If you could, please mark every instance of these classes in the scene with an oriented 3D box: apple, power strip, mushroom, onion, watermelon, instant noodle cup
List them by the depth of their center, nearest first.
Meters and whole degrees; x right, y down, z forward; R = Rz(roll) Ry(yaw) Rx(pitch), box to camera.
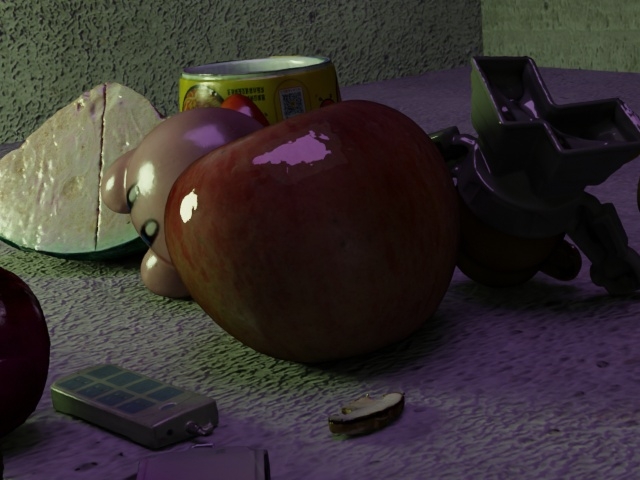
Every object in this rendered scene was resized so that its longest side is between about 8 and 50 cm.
[{"bbox_3d":[-0.090,0.221,0.943,0.109,0.037,0.279,-5,14,-2],"label":"power strip"},{"bbox_3d":[-0.339,0.115,1.169,0.135,0.173,0.198,28,16,33],"label":"onion"},{"bbox_3d":[0.046,0.161,1.180,0.049,0.019,0.101,9,17,42],"label":"mushroom"},{"bbox_3d":[-0.182,0.160,1.237,0.080,0.029,0.227,-17,19,-41],"label":"power strip"},{"bbox_3d":[0.000,0.000,1.389,0.344,0.269,0.345,-22,3,1],"label":"apple"},{"bbox_3d":[-0.308,-0.067,1.902,0.292,0.319,0.222,42,-1,18],"label":"watermelon"},{"bbox_3d":[-0.091,-0.157,2.025,0.325,0.254,0.325,-4,13,1],"label":"instant noodle cup"}]

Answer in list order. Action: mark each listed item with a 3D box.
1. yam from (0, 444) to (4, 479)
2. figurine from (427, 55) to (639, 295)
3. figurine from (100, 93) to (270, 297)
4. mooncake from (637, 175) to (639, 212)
[{"bbox_3d":[-0.409,0.154,1.025,0.300,0.195,0.195,-5,14,5],"label":"yam"},{"bbox_3d":[0.233,-0.056,1.496,0.167,0.285,0.342,-27,56,-33],"label":"figurine"},{"bbox_3d":[-0.128,-0.072,1.630,0.261,0.270,0.211,-20,-13,-25],"label":"figurine"},{"bbox_3d":[0.525,-0.077,1.586,0.234,0.235,0.117,-10,11,-18],"label":"mooncake"}]
